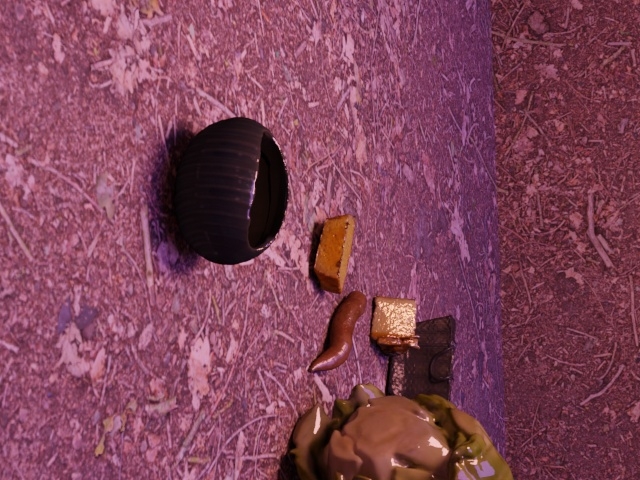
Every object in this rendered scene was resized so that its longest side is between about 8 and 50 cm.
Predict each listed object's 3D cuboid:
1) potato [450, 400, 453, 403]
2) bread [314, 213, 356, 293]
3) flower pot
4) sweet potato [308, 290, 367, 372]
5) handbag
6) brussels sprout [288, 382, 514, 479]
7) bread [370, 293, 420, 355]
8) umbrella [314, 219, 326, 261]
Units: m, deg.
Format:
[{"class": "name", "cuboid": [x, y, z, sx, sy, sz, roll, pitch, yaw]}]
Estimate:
[{"class": "potato", "cuboid": [0.319, 0.496, 2.477, 0.081, 0.164, 0.200, -40, 124, -23]}, {"class": "bread", "cuboid": [0.035, 0.019, 1.923, 0.103, 0.065, 0.187, 55, 46, -67]}, {"class": "flower pot", "cuboid": [-0.145, -0.080, 1.422, 0.189, 0.157, 0.243, 45, 46, -59]}, {"class": "sweet potato", "cuboid": [0.047, 0.211, 1.956, 0.067, 0.059, 0.281, 62, 31, -28]}, {"class": "handbag", "cuboid": [0.273, 0.325, 2.319, 0.088, 0.175, 0.270, 49, 42, -53]}, {"class": "brussels sprout", "cuboid": [0.169, 0.500, 1.741, 0.342, 0.425, 0.361, -34, 121, -35]}, {"class": "bread", "cuboid": [0.181, 0.224, 2.267, 0.152, 0.127, 0.147, 117, -21, -66]}, {"class": "umbrella", "cuboid": [0.000, -0.002, 1.932, 0.022, 0.013, 0.122, 91, 11, -48]}]
